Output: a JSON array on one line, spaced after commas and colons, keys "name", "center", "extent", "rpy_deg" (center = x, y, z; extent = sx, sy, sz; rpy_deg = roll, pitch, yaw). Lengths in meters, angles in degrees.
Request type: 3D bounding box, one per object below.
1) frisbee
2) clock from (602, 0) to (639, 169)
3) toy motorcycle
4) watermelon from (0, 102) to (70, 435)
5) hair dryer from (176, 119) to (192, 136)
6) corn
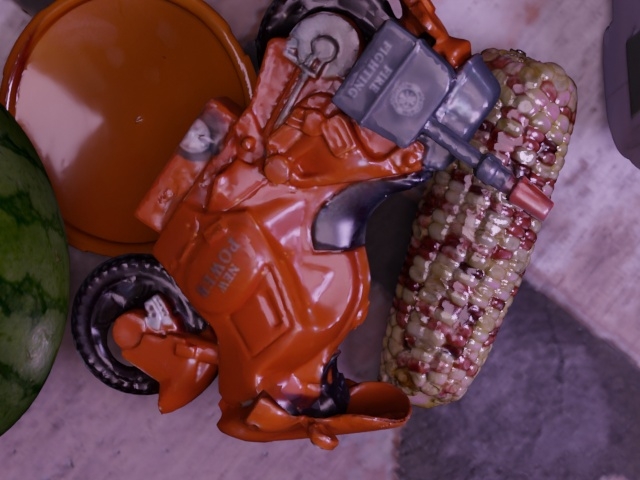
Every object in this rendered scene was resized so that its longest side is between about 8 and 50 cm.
[{"name": "frisbee", "center": [-0.128, -0.082, 1.015], "extent": [0.192, 0.035, 0.192], "rpy_deg": [1, 96, 14]}, {"name": "clock", "center": [0.334, -0.127, 0.976], "extent": [0.253, 0.189, 0.189], "rpy_deg": [-2, 93, -14]}, {"name": "toy motorcycle", "center": [0.000, 0.000, 0.935], "extent": [0.221, 0.148, 0.326], "rpy_deg": [36, 103, 3]}, {"name": "watermelon", "center": [-0.314, -0.012, 0.900], "extent": [0.330, 0.189, 0.331], "rpy_deg": [4, 71, -11]}, {"name": "hair dryer", "center": [-0.060, -0.075, 1.024], "extent": [0.083, 0.047, 0.026], "rpy_deg": [9, 93, 13]}, {"name": "corn", "center": [0.103, -0.004, 1.008], "extent": [0.086, 0.086, 0.253], "rpy_deg": [19, 94, -2]}]
